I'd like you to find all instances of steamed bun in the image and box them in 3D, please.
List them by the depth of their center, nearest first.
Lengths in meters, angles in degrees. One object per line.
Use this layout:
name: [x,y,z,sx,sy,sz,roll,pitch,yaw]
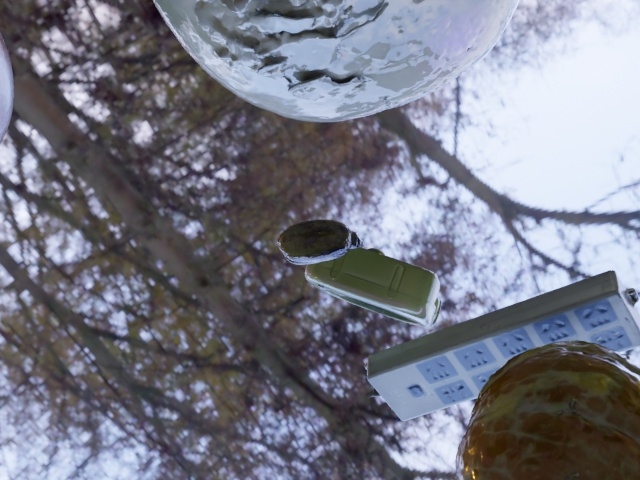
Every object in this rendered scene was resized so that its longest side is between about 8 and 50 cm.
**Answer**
steamed bun: [0.042,-0.235,0.843,0.334,0.312,0.233,-38,-123,17]

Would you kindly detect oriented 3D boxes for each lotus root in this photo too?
lotus root: [0.000,0.000,1.190,0.099,0.054,0.049,-6,-101,-3]

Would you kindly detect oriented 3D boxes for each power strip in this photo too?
power strip: [0.219,0.138,1.285,0.367,0.106,0.043,-22,-144,23]

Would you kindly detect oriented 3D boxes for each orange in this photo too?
orange: [0.260,0.269,1.064,0.249,0.329,0.329,3,-132,19]

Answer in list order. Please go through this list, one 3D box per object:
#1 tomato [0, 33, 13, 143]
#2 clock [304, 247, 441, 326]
tomato: [-0.487,-0.170,1.095,0.317,0.316,0.282,-12,-163,20]
clock: [0.083,0.060,1.378,0.170,0.232,0.069,18,-96,16]
